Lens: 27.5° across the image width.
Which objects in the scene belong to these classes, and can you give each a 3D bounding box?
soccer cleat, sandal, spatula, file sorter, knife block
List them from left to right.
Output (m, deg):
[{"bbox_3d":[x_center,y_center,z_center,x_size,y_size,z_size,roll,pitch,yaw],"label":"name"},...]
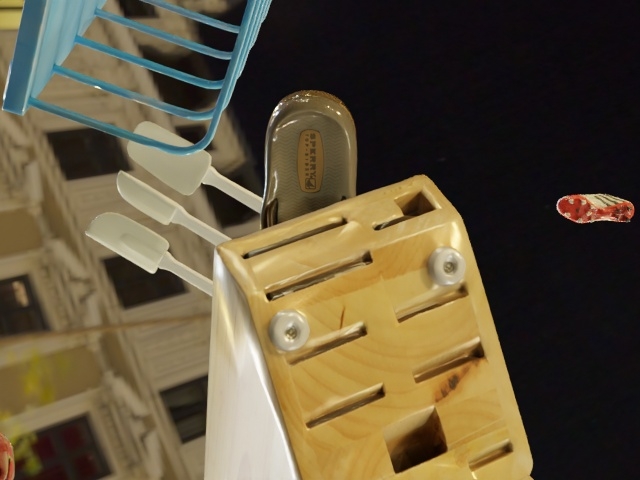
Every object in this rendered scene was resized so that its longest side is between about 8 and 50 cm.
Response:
[{"bbox_3d":[-0.078,-0.137,0.675,0.104,0.170,0.118,19,-58,-3],"label":"file sorter"},{"bbox_3d":[-0.108,-0.005,1.340,0.242,0.019,0.168,30,-61,-3],"label":"spatula"},{"bbox_3d":[0.000,0.000,0.967,0.090,0.060,0.219,-2,-66,-3],"label":"sandal"},{"bbox_3d":[0.000,0.120,0.561,0.242,0.088,0.276,0,-72,66],"label":"knife block"},{"bbox_3d":[0.281,-0.035,1.344,0.083,0.035,0.029,3,-68,-9],"label":"soccer cleat"}]

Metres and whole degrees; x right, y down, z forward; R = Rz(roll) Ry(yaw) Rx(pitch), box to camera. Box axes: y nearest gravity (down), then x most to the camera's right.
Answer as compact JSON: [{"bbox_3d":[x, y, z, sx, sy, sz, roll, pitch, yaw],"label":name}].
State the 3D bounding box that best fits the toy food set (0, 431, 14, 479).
[{"bbox_3d":[-0.274,0.165,0.949,0.071,0.218,0.128,-6,-129,28],"label":"toy food set"}]
